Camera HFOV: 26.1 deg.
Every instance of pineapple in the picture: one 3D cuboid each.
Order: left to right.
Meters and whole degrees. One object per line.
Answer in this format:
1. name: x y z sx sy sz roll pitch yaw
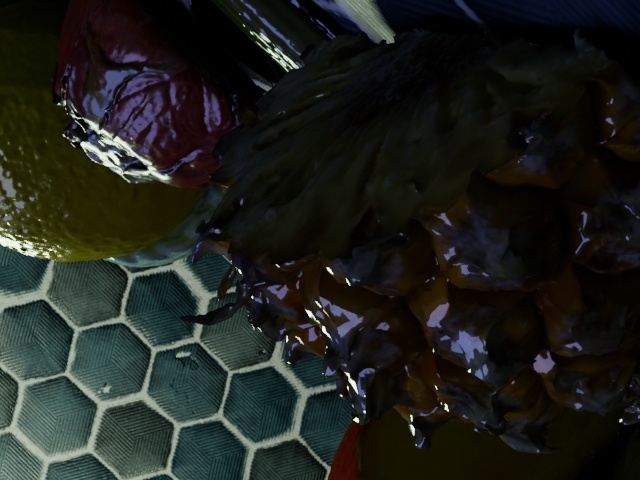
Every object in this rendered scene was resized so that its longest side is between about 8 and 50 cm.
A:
1. pineapple: 0.087 0.053 0.725 0.286 0.209 0.344 47 171 -22

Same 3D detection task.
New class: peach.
1. peach: 0.132 0.233 1.174 0.242 0.306 0.380 33 173 25

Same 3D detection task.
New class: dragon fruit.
1. dragon fruit: -0.144 -0.113 1.123 0.224 0.148 0.218 47 -173 -4

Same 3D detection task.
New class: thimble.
1. thimble: -0.220 -0.070 1.686 0.250 0.205 0.172 8 180 -11

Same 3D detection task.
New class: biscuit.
1. biscuit: 0.004 -0.113 0.926 0.322 0.038 0.099 43 175 5

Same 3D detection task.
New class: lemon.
1. lemon: -0.246 -0.107 1.385 0.321 0.268 0.268 3 168 2

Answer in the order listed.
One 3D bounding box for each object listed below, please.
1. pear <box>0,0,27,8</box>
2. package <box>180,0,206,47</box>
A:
1. pear: -0.406 -0.300 1.434 0.212 0.212 0.269 36 166 46
2. package: -0.150 -0.243 0.976 0.154 0.030 0.239 61 -173 28
